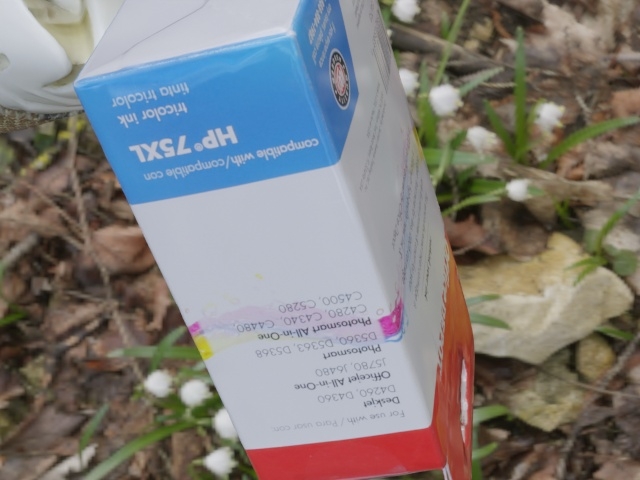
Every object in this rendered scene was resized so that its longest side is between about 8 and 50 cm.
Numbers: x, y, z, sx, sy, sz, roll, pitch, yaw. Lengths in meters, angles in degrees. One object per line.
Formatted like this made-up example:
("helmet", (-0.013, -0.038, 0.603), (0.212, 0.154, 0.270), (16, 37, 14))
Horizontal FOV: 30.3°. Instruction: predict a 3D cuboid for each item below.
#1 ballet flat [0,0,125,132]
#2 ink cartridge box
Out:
("ballet flat", (-0.107, -0.192, 0.614), (0.182, 0.164, 0.483), (54, 129, 28))
("ink cartridge box", (0.000, 0.000, 0.463), (0.078, 0.134, 0.231), (-10, 122, 16))
